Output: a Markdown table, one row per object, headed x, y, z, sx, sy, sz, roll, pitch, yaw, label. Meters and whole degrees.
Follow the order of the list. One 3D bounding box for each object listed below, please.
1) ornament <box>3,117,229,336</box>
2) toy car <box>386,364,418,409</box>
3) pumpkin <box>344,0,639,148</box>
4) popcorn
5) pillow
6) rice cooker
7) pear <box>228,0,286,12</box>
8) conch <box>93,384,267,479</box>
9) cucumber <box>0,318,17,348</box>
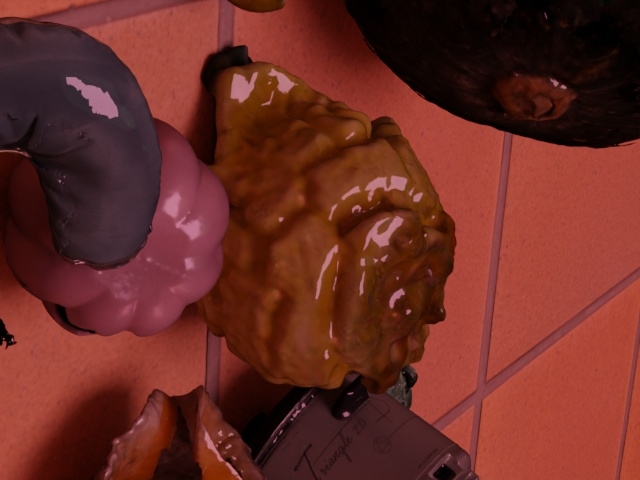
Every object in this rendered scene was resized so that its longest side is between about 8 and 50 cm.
| x | y | z | sx | sy | sz | roll | pitch | yaw | label |
| --- | --- | --- | --- | --- | --- | --- | --- | --- | --- |
| -0.163 | -0.015 | 1.244 | 0.177 | 0.177 | 0.177 | -36 | 133 | -49 | ornament |
| 0.046 | 0.124 | 1.774 | 0.090 | 0.076 | 0.224 | -46 | 133 | -39 | toy car |
| 0.235 | -0.274 | 1.528 | 0.344 | 0.454 | 0.454 | -65 | 150 | -20 | pumpkin |
| 0.007 | 0.004 | 1.477 | 0.293 | 0.237 | 0.293 | -34 | 134 | -45 | popcorn |
| -0.225 | -0.049 | 1.075 | 0.233 | 0.086 | 0.214 | -16 | 125 | -13 | pillow |
| 0.016 | 0.255 | 1.632 | 0.241 | 0.227 | 0.280 | -37 | 156 | -48 | rice cooker |
| -0.058 | -0.271 | 1.362 | 0.141 | 0.104 | 0.141 | -157 | -90 | -85 | pear |
| -0.143 | 0.320 | 1.421 | 0.297 | 0.210 | 0.352 | -14 | 82 | -56 | conch |
| -0.292 | 0.061 | 1.167 | 0.181 | 0.053 | 0.053 | 17 | 88 | -63 | cucumber |
